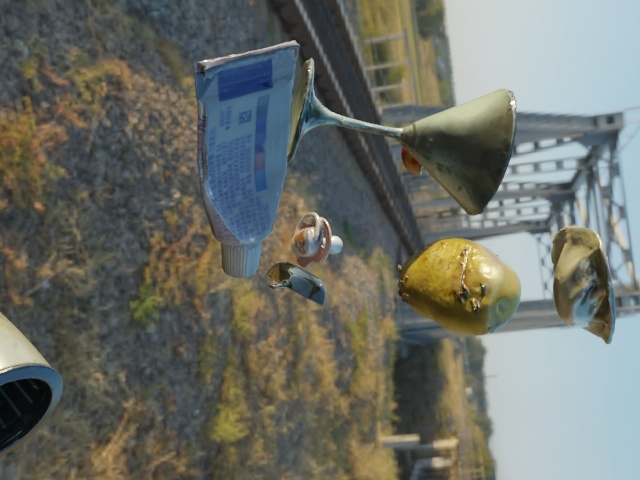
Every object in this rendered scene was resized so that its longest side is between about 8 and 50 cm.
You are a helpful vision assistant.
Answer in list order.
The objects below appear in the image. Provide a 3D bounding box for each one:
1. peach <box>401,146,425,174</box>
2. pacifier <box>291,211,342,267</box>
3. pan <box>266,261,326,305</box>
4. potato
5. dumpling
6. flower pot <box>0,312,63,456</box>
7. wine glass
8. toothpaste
[{"bbox_3d":[0.216,-0.199,1.948,0.098,0.061,0.098,11,90,-78],"label":"peach"},{"bbox_3d":[0.000,0.000,1.300,0.099,0.078,0.082,-18,-111,55],"label":"pacifier"},{"bbox_3d":[-0.039,0.083,1.669,0.048,0.128,0.202,-63,-172,1],"label":"pan"},{"bbox_3d":[0.255,0.081,1.622,0.173,0.140,0.300,-63,-152,-2],"label":"potato"},{"bbox_3d":[0.414,0.068,1.331,0.150,0.092,0.177,88,5,-76],"label":"dumpling"},{"bbox_3d":[-0.744,0.257,1.769,0.330,0.293,0.294,46,-8,25],"label":"flower pot"},{"bbox_3d":[0.144,-0.207,1.667,0.267,0.405,0.267,-170,-90,-81],"label":"wine glass"},{"bbox_3d":[-0.082,-0.071,0.889,0.099,0.068,0.283,-51,156,-44],"label":"toothpaste"}]
